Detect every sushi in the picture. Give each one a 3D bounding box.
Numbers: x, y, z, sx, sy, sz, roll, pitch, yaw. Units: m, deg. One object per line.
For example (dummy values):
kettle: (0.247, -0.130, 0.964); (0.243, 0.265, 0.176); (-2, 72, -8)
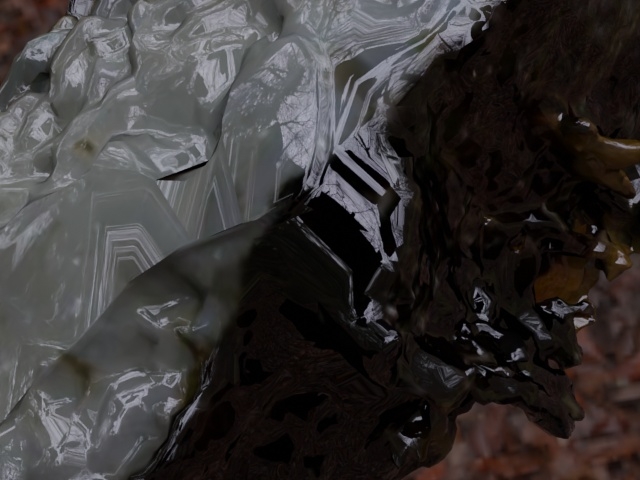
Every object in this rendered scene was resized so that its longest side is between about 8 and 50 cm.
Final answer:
sushi: (0.000, 0.000, 0.548); (0.348, 0.207, 0.234); (-49, 48, -4)
